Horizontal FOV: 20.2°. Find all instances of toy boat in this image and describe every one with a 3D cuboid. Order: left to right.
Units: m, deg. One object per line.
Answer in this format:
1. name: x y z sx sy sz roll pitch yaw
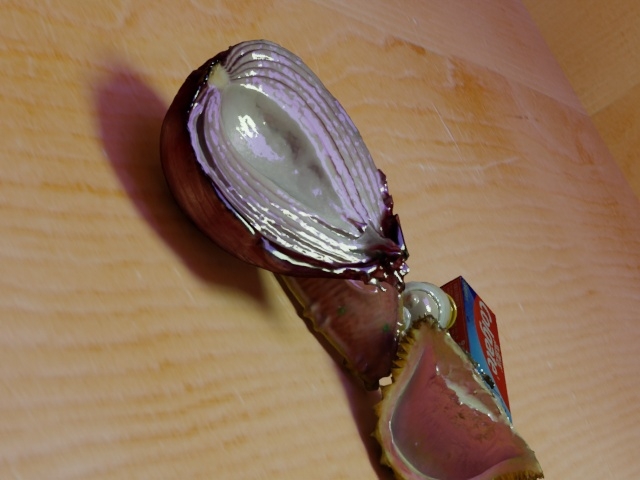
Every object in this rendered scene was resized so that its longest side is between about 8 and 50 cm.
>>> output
1. toy boat: 0.001 -0.004 1.805 0.141 0.099 0.318 -21 76 -29

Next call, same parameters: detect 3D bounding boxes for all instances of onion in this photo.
1. onion: -0.037 -0.041 1.683 0.283 0.120 0.227 47 43 -7

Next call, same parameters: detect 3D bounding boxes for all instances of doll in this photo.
1. doll: 0.096 0.077 1.956 0.084 0.073 0.127 24 11 23

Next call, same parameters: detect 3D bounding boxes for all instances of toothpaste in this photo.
1. toothpaste: 0.160 0.163 1.968 0.076 0.066 0.320 48 22 -26

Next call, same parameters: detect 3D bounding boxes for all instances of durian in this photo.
1. durian: 0.134 0.176 1.740 0.182 0.132 0.165 33 31 2
